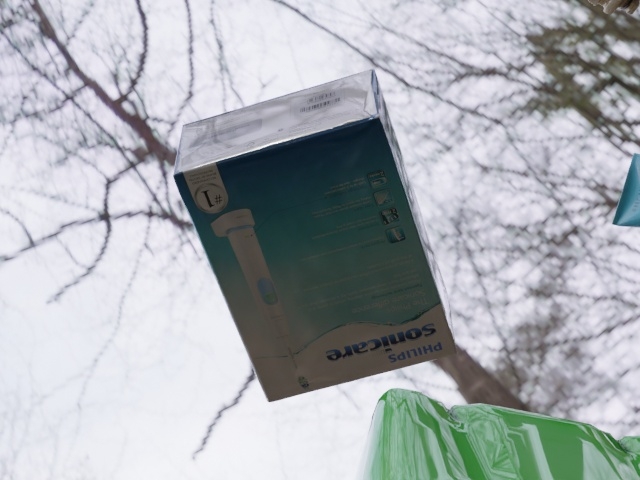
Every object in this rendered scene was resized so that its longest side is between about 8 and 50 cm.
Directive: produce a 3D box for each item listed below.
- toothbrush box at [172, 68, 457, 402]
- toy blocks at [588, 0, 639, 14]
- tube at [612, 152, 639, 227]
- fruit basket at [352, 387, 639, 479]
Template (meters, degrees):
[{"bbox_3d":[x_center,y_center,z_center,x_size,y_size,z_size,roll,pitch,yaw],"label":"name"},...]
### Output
[{"bbox_3d":[0.000,0.000,1.479,0.216,0.126,0.295,-16,-62,9],"label":"toothbrush box"},{"bbox_3d":[0.421,-0.384,1.421,0.289,0.260,0.309,33,-38,4],"label":"toy blocks"},{"bbox_3d":[0.397,-0.033,1.439,0.052,0.207,0.080,27,-98,-48],"label":"tube"},{"bbox_3d":[0.064,0.295,0.644,0.283,0.392,0.392,12,-66,-10],"label":"fruit basket"}]
